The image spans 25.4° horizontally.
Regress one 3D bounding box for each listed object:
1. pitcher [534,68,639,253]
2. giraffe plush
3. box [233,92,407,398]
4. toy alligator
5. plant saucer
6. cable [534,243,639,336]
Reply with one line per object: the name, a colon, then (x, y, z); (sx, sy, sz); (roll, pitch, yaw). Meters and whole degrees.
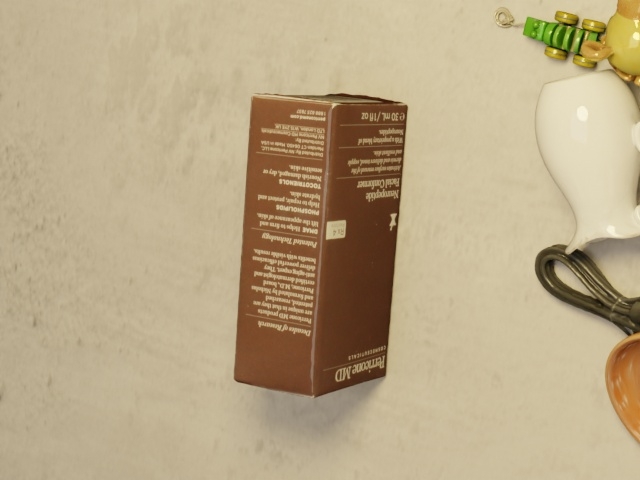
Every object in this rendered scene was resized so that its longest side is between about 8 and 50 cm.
pitcher: (0.347, -0.098, 1.675); (0.177, 0.125, 0.207); (-8, 97, 42)
giraffe plush: (0.402, -0.236, 1.610); (0.170, 0.181, 0.210); (20, 88, 42)
box: (0.000, 0.000, 1.873); (0.143, 0.191, 0.382); (11, 101, 32)
toy alligator: (0.285, -0.254, 1.744); (0.189, 0.051, 0.056); (22, 106, 30)
plant saucer: (0.425, 0.188, 1.662); (0.200, 0.037, 0.200); (34, 143, 31)
cable: (0.392, 0.088, 1.725); (0.287, 0.072, 0.140); (22, 125, 42)
